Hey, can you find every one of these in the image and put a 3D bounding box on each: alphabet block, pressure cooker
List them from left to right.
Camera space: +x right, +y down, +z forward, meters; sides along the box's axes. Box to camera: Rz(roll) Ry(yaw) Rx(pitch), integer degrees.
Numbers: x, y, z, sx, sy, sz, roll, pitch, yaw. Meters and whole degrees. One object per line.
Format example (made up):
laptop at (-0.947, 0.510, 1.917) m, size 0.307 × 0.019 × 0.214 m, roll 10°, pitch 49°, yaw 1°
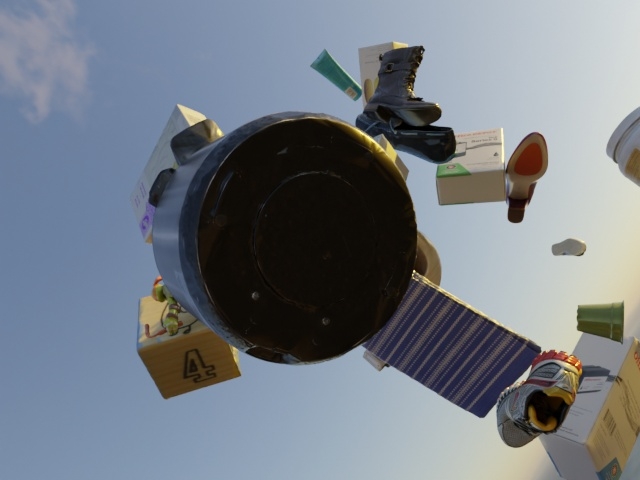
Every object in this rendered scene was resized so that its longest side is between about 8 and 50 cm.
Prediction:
alphabet block at (-0.319, 0.238, 1.284) m, size 0.197 × 0.192 × 0.193 m, roll -17°, pitch -52°, yaw -6°
pressure cooker at (-0.093, -0.012, 0.883) m, size 0.375 × 0.420 × 0.370 m, roll 11°, pitch -94°, yaw -25°

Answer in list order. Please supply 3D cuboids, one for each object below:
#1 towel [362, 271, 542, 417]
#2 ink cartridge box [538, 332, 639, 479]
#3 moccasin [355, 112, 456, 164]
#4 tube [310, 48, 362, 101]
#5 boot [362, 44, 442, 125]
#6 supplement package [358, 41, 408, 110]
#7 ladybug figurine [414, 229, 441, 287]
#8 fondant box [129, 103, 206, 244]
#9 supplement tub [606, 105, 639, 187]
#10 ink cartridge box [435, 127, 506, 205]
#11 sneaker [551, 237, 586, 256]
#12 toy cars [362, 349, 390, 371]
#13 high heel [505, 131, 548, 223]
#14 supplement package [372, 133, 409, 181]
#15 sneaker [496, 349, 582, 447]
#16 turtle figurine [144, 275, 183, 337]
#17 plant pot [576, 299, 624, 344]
towel at (0.292, 0.242, 1.192) m, size 0.243 × 0.336 × 0.040 m, roll -62°, pitch -5°, yaw 27°
ink cartridge box at (0.661, 0.402, 1.249) m, size 0.307 × 0.129 × 0.223 m, roll -48°, pitch -61°, yaw -25°
moccasin at (0.258, -0.340, 1.565) m, size 0.138 × 0.342 × 0.117 m, roll -44°, pitch -36°, yaw -38°
tube at (0.066, -0.588, 1.885) m, size 0.080 × 0.207 × 0.052 m, roll -47°, pitch 17°, yaw 14°
boot at (0.243, -0.443, 1.457) m, size 0.091 × 0.263 × 0.229 m, roll 34°, pitch -106°, yaw -51°
supplement package at (0.231, -0.557, 1.842) m, size 0.134 × 0.139 × 0.244 m, roll -24°, pitch -69°, yaw -55°
ladybug figurine at (0.160, 0.114, 1.483) m, size 0.449 × 0.305 × 0.162 m, roll -32°, pitch -21°, yaw -39°
fondant box at (-0.403, -0.177, 1.458) m, size 0.096 × 0.238 × 0.330 m, roll 16°, pitch -65°, yaw -39°
supplement tub at (0.622, -0.138, 0.908) m, size 0.144 × 0.200 × 0.144 m, roll -19°, pitch -40°, yaw -17°
ink cartridge box at (0.502, -0.248, 1.740) m, size 0.289 × 0.211 × 0.122 m, roll -68°, pitch -32°, yaw -49°
sneaker at (0.810, 0.020, 1.654) m, size 0.084 × 0.058 × 0.152 m, roll -6°, pitch -8°, yaw -10°
toy cars at (0.337, 0.341, 1.775) m, size 0.393 × 0.177 × 0.087 m, roll -2°, pitch -42°, yaw -4°
high heel at (0.699, -0.247, 1.801) m, size 0.377 × 0.127 × 0.181 m, roll 89°, pitch -161°, yaw -48°
supplement package at (0.107, -0.149, 1.438) m, size 0.149 × 0.203 × 0.194 m, roll 49°, pitch -137°, yaw -26°
sneaker at (0.346, 0.277, 0.859) m, size 0.093 × 0.088 × 0.225 m, roll -54°, pitch -20°, yaw -47°
turtle figurine at (-0.297, 0.098, 1.198) m, size 0.217 × 0.270 × 0.087 m, roll -12°, pitch -56°, yaw 6°
plant pot at (0.532, 0.151, 0.996) m, size 0.083 × 0.079 × 0.083 m, roll -5°, pitch -85°, yaw -60°
